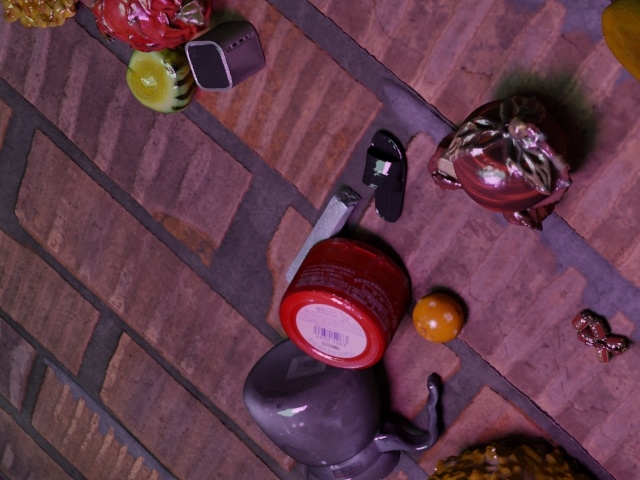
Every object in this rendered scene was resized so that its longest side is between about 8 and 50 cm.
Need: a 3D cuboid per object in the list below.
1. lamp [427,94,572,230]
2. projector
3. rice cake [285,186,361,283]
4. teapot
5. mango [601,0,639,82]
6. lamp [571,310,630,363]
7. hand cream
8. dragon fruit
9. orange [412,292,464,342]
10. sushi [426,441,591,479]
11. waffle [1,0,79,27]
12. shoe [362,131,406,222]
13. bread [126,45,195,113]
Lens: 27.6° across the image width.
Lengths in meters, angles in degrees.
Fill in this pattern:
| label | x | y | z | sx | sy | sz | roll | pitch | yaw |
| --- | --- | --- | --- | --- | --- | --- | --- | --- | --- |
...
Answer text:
| label | x | y | z | sx | sy | sz | roll | pitch | yaw |
| --- | --- | --- | --- | --- | --- | --- | --- | --- | --- |
| lamp | 0.235 | -0.103 | 1.739 | 0.215 | 0.151 | 0.223 | 35 | 141 | 24 |
| projector | -0.147 | -0.285 | 2.012 | 0.083 | 0.082 | 0.083 | 5 | 123 | 41 |
| rice cake | 0.000 | 0.000 | 2.128 | 0.042 | 0.045 | 0.245 | 43 | 141 | 8 |
| teapot | 0.053 | 0.300 | 2.243 | 0.285 | 0.305 | 0.223 | 64 | 176 | -27 |
| mango | 0.441 | -0.200 | 1.468 | 0.262 | 0.167 | 0.130 | 35 | 125 | 23 |
| lamp | 0.398 | 0.137 | 1.870 | 0.083 | 0.031 | 0.063 | 50 | 141 | 7 |
| hand cream | 0.038 | 0.103 | 2.078 | 0.193 | 0.125 | 0.193 | 18 | 138 | 17 |
| dragon fruit | -0.256 | -0.374 | 1.977 | 0.209 | 0.172 | 0.172 | -3 | 119 | 29 |
| orange | 0.184 | 0.122 | 2.030 | 0.083 | 0.070 | 0.083 | 29 | 141 | 27 |
| sushi | 0.313 | 0.519 | 2.089 | 0.396 | 0.240 | 0.351 | 39 | 139 | 9 |
| waffle | -0.512 | -0.476 | 2.230 | 0.243 | 0.059 | 0.238 | 6 | 123 | 42 |
| shoe | 0.093 | -0.085 | 1.968 | 0.062 | 0.053 | 0.159 | 26 | 138 | 32 |
| bread | -0.259 | -0.274 | 2.136 | 0.130 | 0.071 | 0.139 | 33 | 140 | 25 |
